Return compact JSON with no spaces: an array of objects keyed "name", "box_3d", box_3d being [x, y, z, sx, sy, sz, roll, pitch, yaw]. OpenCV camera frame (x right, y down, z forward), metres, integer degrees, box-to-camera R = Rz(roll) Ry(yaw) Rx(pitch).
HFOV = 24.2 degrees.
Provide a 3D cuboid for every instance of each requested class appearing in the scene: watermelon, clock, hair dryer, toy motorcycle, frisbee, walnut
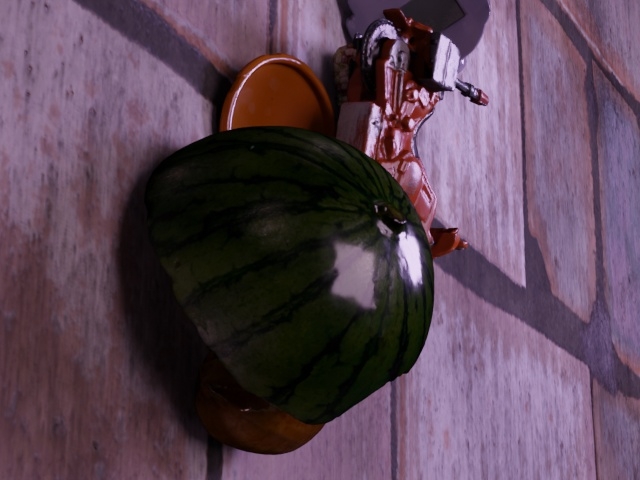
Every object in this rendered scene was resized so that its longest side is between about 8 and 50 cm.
[{"name":"watermelon","box_3d":[0.000,0.000,1.466,0.331,0.189,0.331,47,22,-25]},{"name":"clock","box_3d":[0.144,-0.325,2.026,0.254,0.188,0.189,-66,141,-69]},{"name":"hair dryer","box_3d":[-0.032,-0.127,1.725,0.083,0.047,0.026,-23,103,-49]},{"name":"toy motorcycle","box_3d":[0.093,-0.096,1.754,0.221,0.147,0.326,24,72,-54]},{"name":"frisbee","box_3d":[-0.051,-0.112,1.661,0.192,0.035,0.192,-1,92,-51]},{"name":"walnut","box_3d":[-0.061,0.155,1.490,0.207,0.115,0.116,19,66,-57]}]

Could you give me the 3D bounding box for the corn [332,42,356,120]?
[{"name":"corn","box_3d":[0.067,-0.124,1.874,0.086,0.086,0.253,-4,87,-65]}]
